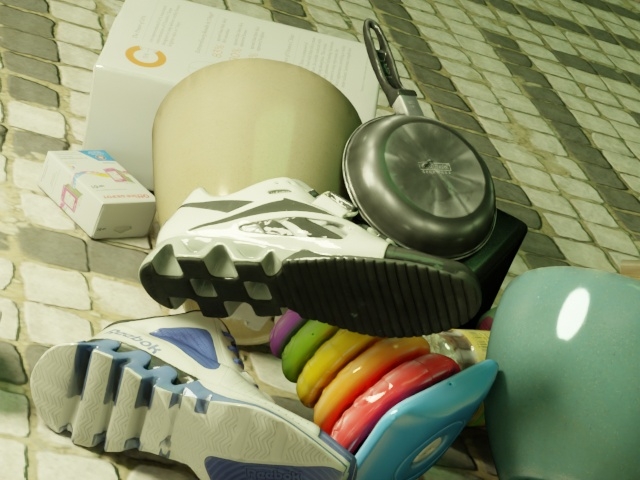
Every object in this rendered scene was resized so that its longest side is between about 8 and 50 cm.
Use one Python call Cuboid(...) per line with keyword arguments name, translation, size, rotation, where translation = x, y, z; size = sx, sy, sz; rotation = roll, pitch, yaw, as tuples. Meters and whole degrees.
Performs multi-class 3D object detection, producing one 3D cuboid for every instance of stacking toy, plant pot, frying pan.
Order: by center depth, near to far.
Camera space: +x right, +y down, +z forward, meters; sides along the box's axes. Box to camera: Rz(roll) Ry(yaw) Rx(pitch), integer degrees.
Cuboid(name="stacking toy", translation=(0.012, 0.102, 1.616), size=(0.175, 0.165, 0.302), rotation=(-22, 62, -44))
Cuboid(name="plant pot", translation=(0.281, 0.189, 1.618), size=(0.290, 0.290, 0.195), rotation=(25, 65, 6))
Cuboid(name="plant pot", translation=(-0.078, -0.024, 1.819), size=(0.256, 0.256, 0.274), rotation=(17, 41, -13))
Cuboid(name="frying pan", translation=(0.128, -0.119, 1.866), size=(0.197, 0.053, 0.326), rotation=(21, 52, -15))
Cuboid(name="plant pot", translation=(0.107, 0.047, 1.884), size=(0.187, 0.188, 0.167), rotation=(27, 35, 9))

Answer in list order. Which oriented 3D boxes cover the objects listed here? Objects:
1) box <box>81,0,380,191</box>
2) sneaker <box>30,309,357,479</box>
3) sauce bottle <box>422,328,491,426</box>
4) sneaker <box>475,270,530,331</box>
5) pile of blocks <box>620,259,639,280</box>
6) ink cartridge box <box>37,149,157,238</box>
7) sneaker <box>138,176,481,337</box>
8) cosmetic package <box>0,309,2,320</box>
Cuboid(name="box", translation=(-0.108, -0.166, 2.042), size=(0.345, 0.168, 0.215), rotation=(14, 35, -2))
Cuboid(name="sneaker", translation=(-0.099, 0.150, 1.547), size=(0.315, 0.127, 0.182), rotation=(24, 27, 8))
Cuboid(name="sauce bottle", translation=(0.254, 0.160, 1.845), size=(0.344, 0.111, 0.111), rotation=(4, 30, -33))
Cuboid(name="sneaker", translation=(0.260, 0.095, 1.972), size=(0.252, 0.103, 0.111), rotation=(4, 47, -53))
Cuboid(name="pile of blocks", translation=(0.543, 0.140, 2.090), size=(0.362, 0.149, 0.112), rotation=(26, 24, 6))
Cuboid(name="ink cartridge box", translation=(-0.264, -0.056, 1.915), size=(0.088, 0.052, 0.122), rotation=(-5, 38, -46))
Cuboid(name="sneaker", translation=(0.000, 0.000, 1.543), size=(0.331, 0.122, 0.146), rotation=(8, 51, 16))
Cuboid(name="cosmetic package", translation=(-0.424, 0.061, 1.491), size=(0.239, 0.060, 0.099), rotation=(14, -3, -20))
